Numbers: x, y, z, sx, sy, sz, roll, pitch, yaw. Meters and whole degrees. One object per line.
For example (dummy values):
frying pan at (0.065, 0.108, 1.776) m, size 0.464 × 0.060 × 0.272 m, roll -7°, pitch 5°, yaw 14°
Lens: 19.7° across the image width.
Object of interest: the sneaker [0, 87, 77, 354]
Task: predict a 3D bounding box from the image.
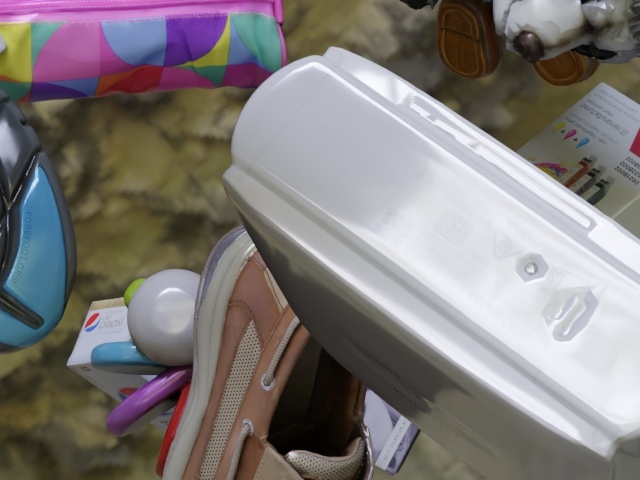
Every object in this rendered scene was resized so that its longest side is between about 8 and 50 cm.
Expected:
sneaker at (-0.251, -0.050, 1.049) m, size 0.125 × 0.341 × 0.139 m, roll -39°, pitch -26°, yaw -17°

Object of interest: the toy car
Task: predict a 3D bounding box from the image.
toy car at (-0.106, 0.117, 1.461) m, size 0.136 × 0.182 × 0.159 m, roll -44°, pitch -7°, yaw -7°

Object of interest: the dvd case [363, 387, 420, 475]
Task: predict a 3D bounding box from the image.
dvd case at (0.021, 0.105, 1.817) m, size 0.164 × 0.221 × 0.018 m, roll -62°, pitch -19°, yaw 9°

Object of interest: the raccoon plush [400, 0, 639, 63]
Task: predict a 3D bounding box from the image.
raccoon plush at (0.187, -0.317, 1.256) m, size 0.446 × 0.299 × 0.216 m, roll -70°, pitch -23°, yaw -10°

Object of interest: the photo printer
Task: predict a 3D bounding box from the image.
photo printer at (0.086, 0.046, 0.982) m, size 0.107 × 0.256 × 0.307 m, roll -51°, pitch -18°, yaw -9°

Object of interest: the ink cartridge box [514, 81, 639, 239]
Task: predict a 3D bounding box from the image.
ink cartridge box at (0.211, -0.007, 1.449) m, size 0.176 × 0.128 × 0.127 m, roll -39°, pitch -48°, yaw -8°

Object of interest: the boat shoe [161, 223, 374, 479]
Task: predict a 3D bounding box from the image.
boat shoe at (-0.029, 0.149, 1.250) m, size 0.123 × 0.116 × 0.324 m, roll -15°, pitch -62°, yaw -40°

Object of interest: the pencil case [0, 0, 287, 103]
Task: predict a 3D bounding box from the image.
pencil case at (-0.138, -0.133, 1.137) m, size 0.236 × 0.104 × 0.104 m, roll -6°, pitch -30°, yaw -18°

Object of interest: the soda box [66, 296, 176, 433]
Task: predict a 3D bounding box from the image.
soda box at (-0.120, 0.133, 1.656) m, size 0.074 × 0.069 × 0.216 m, roll -10°, pitch -39°, yaw 43°

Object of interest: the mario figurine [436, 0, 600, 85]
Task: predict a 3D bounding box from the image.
mario figurine at (0.227, -0.230, 1.475) m, size 0.320 × 0.198 × 0.170 m, roll -53°, pitch -9°, yaw -32°
